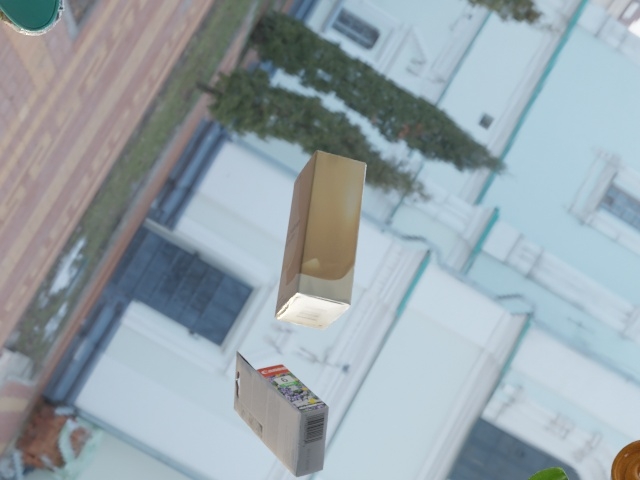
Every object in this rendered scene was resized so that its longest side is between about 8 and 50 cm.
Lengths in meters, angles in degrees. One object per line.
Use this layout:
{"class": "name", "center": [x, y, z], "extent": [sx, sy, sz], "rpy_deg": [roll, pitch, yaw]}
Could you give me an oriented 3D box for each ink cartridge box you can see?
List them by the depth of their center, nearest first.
{"class": "ink cartridge box", "center": [-0.036, 0.142, 0.795], "extent": [0.115, 0.029, 0.063], "rpy_deg": [34, -55, 52]}

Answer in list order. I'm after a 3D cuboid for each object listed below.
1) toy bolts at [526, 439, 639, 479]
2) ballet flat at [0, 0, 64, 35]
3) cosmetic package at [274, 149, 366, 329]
{"class": "toy bolts", "center": [0.381, 0.379, 1.123], "extent": [0.218, 0.158, 0.228], "rpy_deg": [-29, -141, 5]}
{"class": "ballet flat", "center": [-0.294, -0.297, 0.814], "extent": [0.091, 0.241, 0.077], "rpy_deg": [-29, -151, -16]}
{"class": "cosmetic package", "center": [0.000, 0.000, 0.678], "extent": [0.060, 0.041, 0.115], "rpy_deg": [128, -28, -59]}
